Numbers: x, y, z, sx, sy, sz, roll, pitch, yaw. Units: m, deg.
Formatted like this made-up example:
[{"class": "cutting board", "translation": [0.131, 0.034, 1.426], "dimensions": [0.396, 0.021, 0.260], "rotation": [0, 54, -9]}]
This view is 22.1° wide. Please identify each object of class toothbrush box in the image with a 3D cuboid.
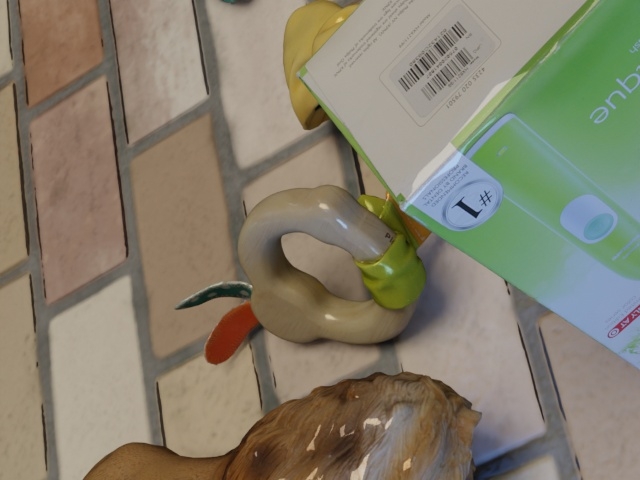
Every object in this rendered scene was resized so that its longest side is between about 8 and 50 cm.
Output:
[{"class": "toothbrush box", "translation": [0.161, -0.070, 0.867], "dimensions": [0.206, 0.283, 0.122], "rotation": [-45, 49, 11]}]

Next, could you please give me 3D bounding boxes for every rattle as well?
[{"class": "rattle", "translation": [0.000, 0.000, 1.110], "dimensions": [0.200, 0.130, 0.142], "rotation": [-37, 33, 54]}]

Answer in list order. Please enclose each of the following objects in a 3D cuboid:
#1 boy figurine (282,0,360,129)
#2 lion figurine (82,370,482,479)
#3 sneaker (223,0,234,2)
[{"class": "boy figurine", "translation": [0.066, -0.118, 1.066], "dimensions": [0.285, 0.177, 0.092], "rotation": [0, 109, 46]}, {"class": "lion figurine", "translation": [-0.080, 0.188, 1.035], "dimensions": [0.392, 0.142, 0.240], "rotation": [0, 61, 43]}, {"class": "sneaker", "translation": [-0.095, -0.257, 1.317], "dimensions": [0.076, 0.065, 0.166], "rotation": [-42, 51, 8]}]
